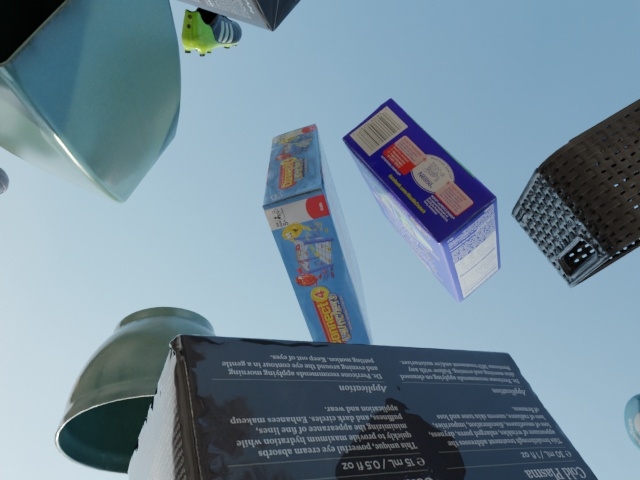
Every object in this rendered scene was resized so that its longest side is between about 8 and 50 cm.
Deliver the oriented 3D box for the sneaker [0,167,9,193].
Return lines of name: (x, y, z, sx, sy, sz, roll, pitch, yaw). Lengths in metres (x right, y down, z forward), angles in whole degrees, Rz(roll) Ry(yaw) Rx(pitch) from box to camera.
sneaker: (-0.473, -0.068, 0.700, 0.066, 0.188, 0.071, -12, -94, -4)

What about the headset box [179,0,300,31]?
headset box: (-0.116, -0.404, 0.659, 0.293, 0.110, 0.218, 29, -104, 30)

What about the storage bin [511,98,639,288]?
storage bin: (0.259, -0.052, 0.423, 0.180, 0.122, 0.084, -30, -110, -4)

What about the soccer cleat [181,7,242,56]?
soccer cleat: (-0.169, -0.346, 0.854, 0.060, 0.179, 0.072, 14, -59, 7)

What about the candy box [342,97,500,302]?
candy box: (0.196, -0.059, 0.968, 0.122, 0.317, 0.268, -37, -119, 1)

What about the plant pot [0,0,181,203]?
plant pot: (-0.227, -0.149, 0.473, 0.166, 0.234, 0.165, 23, -113, 12)

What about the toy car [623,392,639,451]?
toy car: (0.471, 0.303, 0.623, 0.210, 0.219, 0.237, -107, -162, -51)

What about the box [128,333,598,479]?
box: (0.056, 0.248, 0.386, 0.178, 0.344, 0.312, -65, -149, 28)

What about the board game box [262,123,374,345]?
board game box: (0.000, 0.000, 0.892, 0.086, 0.308, 0.302, -15, -153, 6)

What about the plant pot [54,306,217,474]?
plant pot: (-0.261, 0.235, 0.882, 0.293, 0.293, 0.196, -36, -137, 26)
